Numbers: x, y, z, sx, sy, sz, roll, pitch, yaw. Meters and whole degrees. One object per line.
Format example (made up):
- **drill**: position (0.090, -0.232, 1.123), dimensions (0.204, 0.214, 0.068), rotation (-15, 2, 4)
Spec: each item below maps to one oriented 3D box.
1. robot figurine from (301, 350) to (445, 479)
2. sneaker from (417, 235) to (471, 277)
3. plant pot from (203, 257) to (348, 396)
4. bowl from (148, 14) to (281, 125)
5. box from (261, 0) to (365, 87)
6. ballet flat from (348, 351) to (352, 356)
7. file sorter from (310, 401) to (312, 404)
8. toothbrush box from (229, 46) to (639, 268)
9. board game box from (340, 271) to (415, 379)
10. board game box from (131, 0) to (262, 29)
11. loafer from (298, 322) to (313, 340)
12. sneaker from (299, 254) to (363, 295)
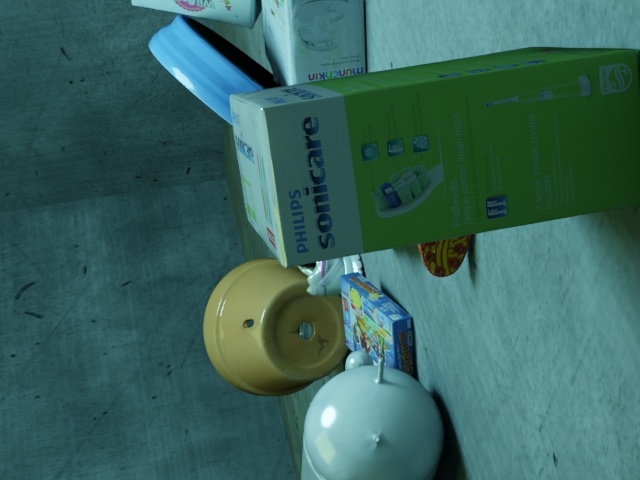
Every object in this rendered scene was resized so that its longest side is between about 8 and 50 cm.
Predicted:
- **robot figurine**: position (0.073, 0.316, 1.520), dimensions (0.353, 0.199, 0.300), rotation (94, 168, -53)
- **sneaker**: position (0.147, -0.042, 1.216), dimensions (0.067, 0.064, 0.175), rotation (-64, -26, -71)
- **plant pot**: position (-0.069, 0.178, 2.098), dimensions (0.203, 0.291, 0.291), rotation (-7, 93, 64)
- **bowl**: position (-0.111, -0.244, 1.754), dimensions (0.077, 0.391, 0.391), rotation (-51, 23, 9)
- **box**: position (-0.021, -0.366, 1.647), dimensions (0.262, 0.126, 0.231), rotation (-115, 18, -58)
- **ballet flat**: position (0.076, 0.239, 1.849), dimensions (0.203, 0.074, 0.074), rotation (91, 166, -51)
- **file sorter**: position (0.043, 0.401, 1.984), dimensions (0.104, 0.118, 0.170), rotation (96, 170, -69)
- **toothbrush box**: position (0.083, -0.077, 0.828), dimensions (0.206, 0.283, 0.122), rotation (-138, 40, -74)
- **board game box**: position (0.090, 0.148, 1.657), dimensions (0.201, 0.035, 0.136), rotation (-139, 40, -60)
- **board game box**: position (-0.185, -0.524, 1.845), dimensions (0.097, 0.224, 0.303), rotation (94, -170, -51)
- **loafer**: position (-0.045, 0.179, 2.447), dimensions (0.096, 0.084, 0.267), rotation (91, 166, -48)
- **sneaker**: position (0.000, 0.000, 1.923), dimensions (0.103, 0.111, 0.252), rotation (92, 166, -49)
